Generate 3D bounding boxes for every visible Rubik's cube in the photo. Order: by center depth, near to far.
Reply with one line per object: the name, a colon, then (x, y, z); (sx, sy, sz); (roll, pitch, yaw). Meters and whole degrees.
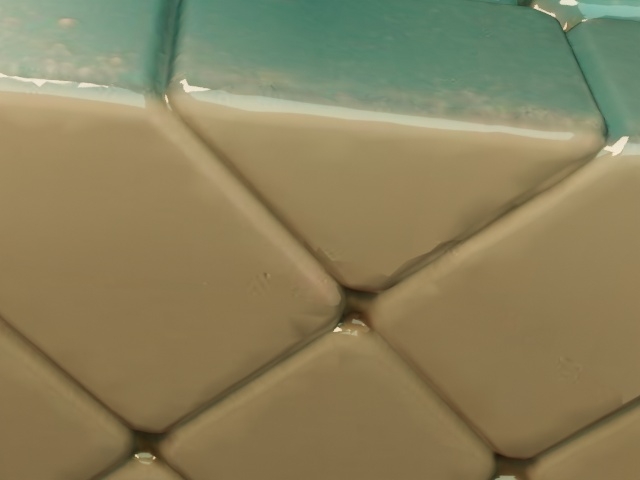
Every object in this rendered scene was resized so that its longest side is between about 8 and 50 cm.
Rubik's cube: (0.000, 0.000, 0.613); (0.322, 0.318, 0.316); (5, 34, -4)
